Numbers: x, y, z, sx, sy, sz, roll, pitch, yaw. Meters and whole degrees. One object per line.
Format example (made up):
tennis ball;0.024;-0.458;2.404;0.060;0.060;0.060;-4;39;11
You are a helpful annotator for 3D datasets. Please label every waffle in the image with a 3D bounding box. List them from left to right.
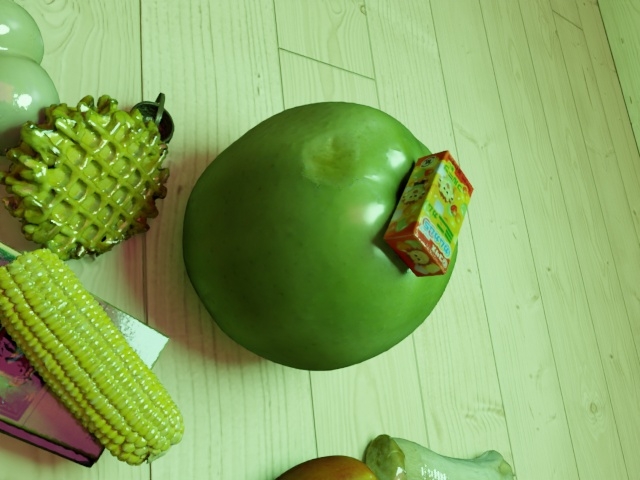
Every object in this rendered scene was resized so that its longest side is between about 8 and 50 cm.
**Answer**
waffle;-0.269;-0.068;0.531;0.193;0.070;0.197;-40;146;-47

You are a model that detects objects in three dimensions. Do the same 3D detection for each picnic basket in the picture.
picnic basket;-0.233;-0.166;0.624;0.072;0.083;0.071;12;69;-33

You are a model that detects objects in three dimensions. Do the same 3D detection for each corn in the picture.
corn;-0.233;0.124;0.455;0.081;0.081;0.248;-41;104;-37

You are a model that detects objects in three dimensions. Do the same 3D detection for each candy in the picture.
candy;0.113;-0.029;0.453;0.062;0.038;0.121;47;54;-27

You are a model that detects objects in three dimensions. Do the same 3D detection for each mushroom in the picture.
mushroom;0.219;0.414;0.779;0.352;0.095;0.122;22;47;-31

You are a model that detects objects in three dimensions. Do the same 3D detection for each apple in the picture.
apple;0.000;0.000;0.599;0.358;0.357;0.356;11;70;-33

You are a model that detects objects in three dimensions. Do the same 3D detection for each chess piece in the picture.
chess piece;-0.384;-0.244;0.498;0.167;0.167;0.299;-23;95;-38

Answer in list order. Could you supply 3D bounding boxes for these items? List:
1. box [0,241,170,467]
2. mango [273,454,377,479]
box;-0.314;0.120;0.490;0.240;0.071;0.159;37;60;-22
mango;-0.044;0.382;0.560;0.289;0.146;0.129;-33;92;-36
